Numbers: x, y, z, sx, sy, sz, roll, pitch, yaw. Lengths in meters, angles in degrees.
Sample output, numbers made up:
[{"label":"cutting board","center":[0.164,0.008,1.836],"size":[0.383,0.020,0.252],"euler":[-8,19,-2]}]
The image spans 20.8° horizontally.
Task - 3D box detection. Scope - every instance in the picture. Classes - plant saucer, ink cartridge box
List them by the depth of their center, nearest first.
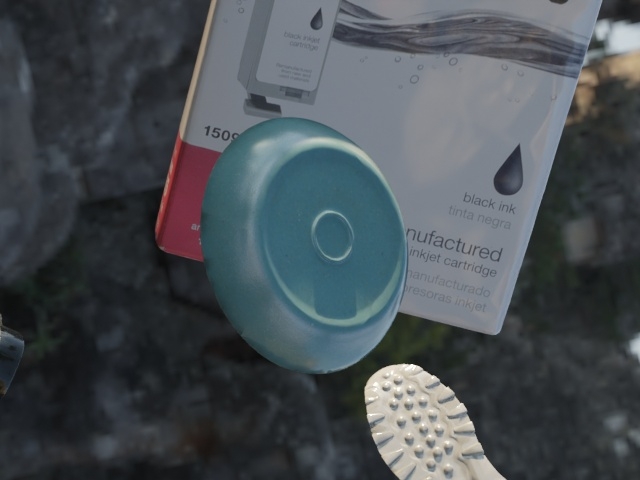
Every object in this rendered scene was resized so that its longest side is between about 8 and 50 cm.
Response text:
[{"label":"plant saucer","center":[0.000,0.000,0.789],"size":[0.119,0.021,0.119],"euler":[10,73,-38]},{"label":"ink cartridge box","center":[0.040,-0.116,0.979],"size":[0.117,0.207,0.283],"euler":[-82,-174,-74]}]

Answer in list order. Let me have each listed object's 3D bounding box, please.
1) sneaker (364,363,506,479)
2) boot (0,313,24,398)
[{"label":"sneaker","center":[0.114,0.216,1.545],"size":[0.235,0.090,0.095],"euler":[55,-13,22]},{"label":"boot","center":[-0.313,0.063,1.314],"size":[0.198,0.137,0.077],"euler":[-8,-120,63]}]
